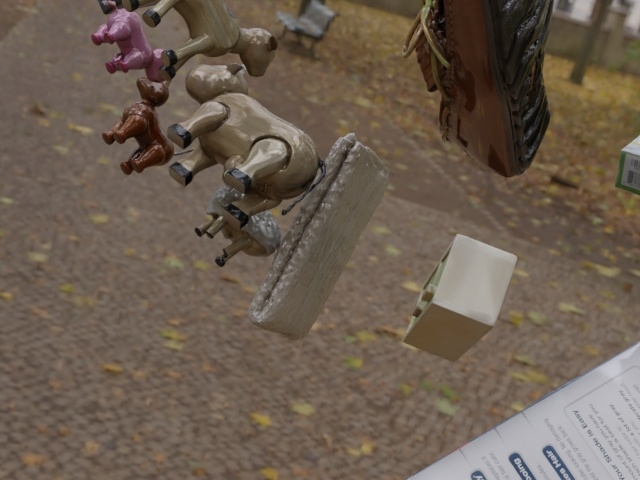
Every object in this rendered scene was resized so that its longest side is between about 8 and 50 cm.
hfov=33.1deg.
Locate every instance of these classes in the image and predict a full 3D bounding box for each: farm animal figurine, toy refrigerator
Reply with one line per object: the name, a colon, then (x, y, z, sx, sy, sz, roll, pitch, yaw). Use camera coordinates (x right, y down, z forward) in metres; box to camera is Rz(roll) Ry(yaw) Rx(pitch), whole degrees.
farm animal figurine: (-0.119, -0.166, 1.320, 0.327, 0.330, 0.172, 47, 59, 7)
toy refrigerator: (0.183, 0.084, 1.487, 0.094, 0.102, 0.269, 22, -16, 2)

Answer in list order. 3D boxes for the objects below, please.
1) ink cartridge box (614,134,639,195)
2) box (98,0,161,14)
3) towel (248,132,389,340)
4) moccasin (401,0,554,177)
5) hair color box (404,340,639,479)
ink cartridge box: (0.507, -0.120, 1.493, 0.109, 0.062, 0.209, 24, 38, 32)
box: (-0.272, -0.425, 1.564, 0.093, 0.156, 0.158, -25, 3, 35)
towel: (0.000, 0.000, 1.451, 0.049, 0.282, 0.187, 28, -3, 20)
moccasin: (0.148, -0.196, 1.054, 0.147, 0.139, 0.380, 22, -12, 19)
hair color box: (0.254, 0.250, 1.096, 0.347, 0.105, 0.174, -25, 69, -21)
